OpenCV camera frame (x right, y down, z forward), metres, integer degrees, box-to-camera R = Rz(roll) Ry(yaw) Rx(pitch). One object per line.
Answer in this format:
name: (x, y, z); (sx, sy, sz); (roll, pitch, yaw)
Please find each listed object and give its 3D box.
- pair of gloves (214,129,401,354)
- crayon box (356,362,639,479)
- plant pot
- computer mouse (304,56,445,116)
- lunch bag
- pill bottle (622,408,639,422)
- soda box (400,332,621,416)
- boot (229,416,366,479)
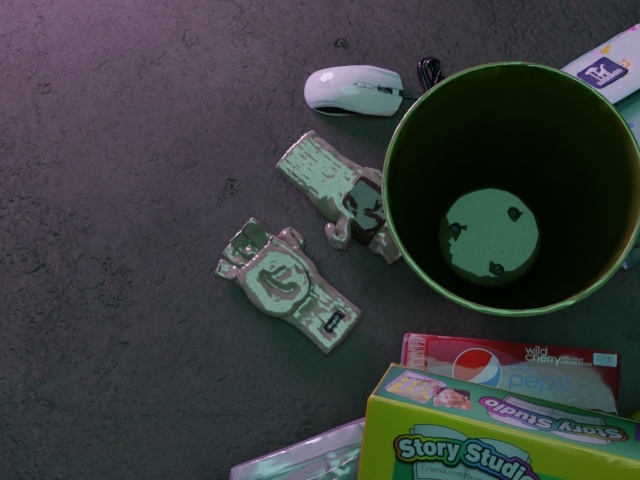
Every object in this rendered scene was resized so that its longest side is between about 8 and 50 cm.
pair of gloves: (0.000, 0.000, 1.372); (0.204, 0.042, 0.240); (33, 85, 6)
crayon box: (0.215, 0.329, 1.126); (0.363, 0.106, 0.313); (12, 107, 15)
plant pot: (0.209, -0.028, 1.233); (0.275, 0.293, 0.274); (-1, 78, 3)
computer mouse: (0.073, -0.198, 1.404); (0.193, 0.042, 0.106); (3, 80, 4)
lunch bag: (0.396, -0.137, 1.315); (0.223, 0.160, 0.262); (-32, 68, 1)
pill bottle: (0.503, 0.232, 1.218); (0.334, 0.188, 0.188); (-28, 79, -3)
soda box: (0.230, 0.170, 1.296); (0.263, 0.092, 0.083); (6, 79, 4)
boot: (0.028, 0.289, 1.256); (0.258, 0.095, 0.123); (-22, 83, 8)
